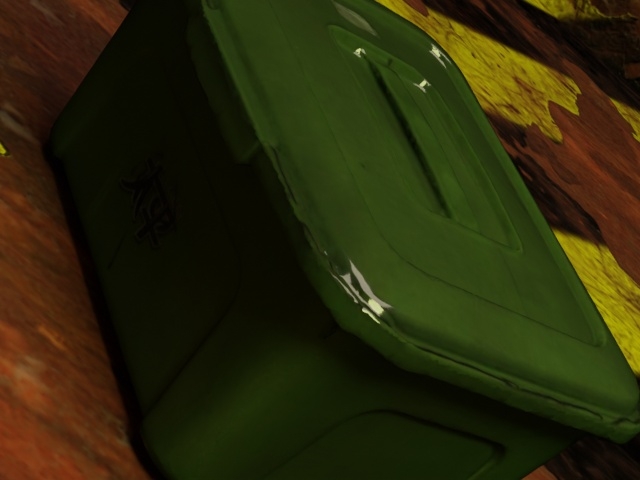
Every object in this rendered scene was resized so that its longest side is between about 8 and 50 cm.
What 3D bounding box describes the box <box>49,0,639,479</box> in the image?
[{"bbox_3d":[0.000,0.000,0.826,0.253,0.178,0.329,22,34,-40],"label":"box"}]
